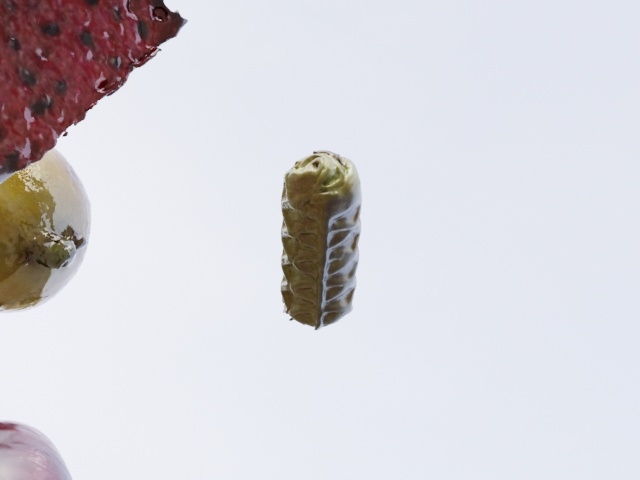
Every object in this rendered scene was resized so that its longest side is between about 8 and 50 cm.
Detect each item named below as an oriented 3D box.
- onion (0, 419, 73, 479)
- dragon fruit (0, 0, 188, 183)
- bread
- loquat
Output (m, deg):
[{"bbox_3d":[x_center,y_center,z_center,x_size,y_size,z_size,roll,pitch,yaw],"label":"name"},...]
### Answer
[{"bbox_3d":[-0.419,0.430,1.368,0.286,0.347,0.347,13,-45,-25],"label":"onion"},{"bbox_3d":[-0.250,-0.142,0.769,0.240,0.330,0.302,8,-30,14],"label":"dragon fruit"},{"bbox_3d":[-0.001,0.000,1.233,0.098,0.087,0.269,15,-45,13],"label":"bread"},{"bbox_3d":[-0.542,-0.022,1.701,0.360,0.328,0.328,24,-41,36],"label":"loquat"}]
